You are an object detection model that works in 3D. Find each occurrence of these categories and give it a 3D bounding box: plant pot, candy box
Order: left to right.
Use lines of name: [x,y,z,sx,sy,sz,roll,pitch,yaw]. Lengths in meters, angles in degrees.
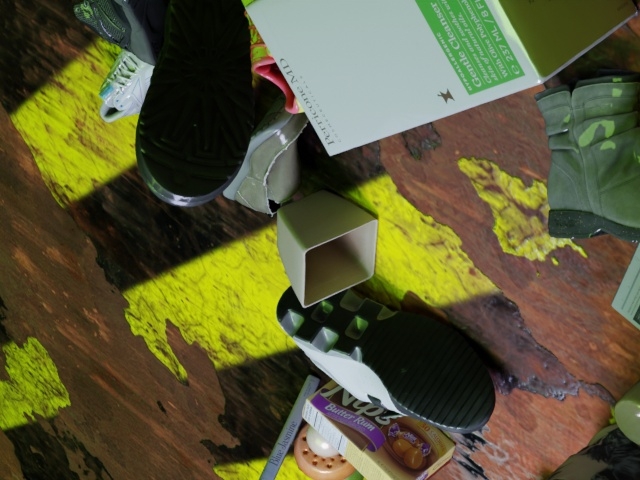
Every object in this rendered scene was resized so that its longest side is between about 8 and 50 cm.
plant pot: [0.000,0.000,1.929,0.096,0.109,0.109,50,152,35]
candy box: [0.078,0.259,2.060,0.186,0.109,0.053,43,147,22]

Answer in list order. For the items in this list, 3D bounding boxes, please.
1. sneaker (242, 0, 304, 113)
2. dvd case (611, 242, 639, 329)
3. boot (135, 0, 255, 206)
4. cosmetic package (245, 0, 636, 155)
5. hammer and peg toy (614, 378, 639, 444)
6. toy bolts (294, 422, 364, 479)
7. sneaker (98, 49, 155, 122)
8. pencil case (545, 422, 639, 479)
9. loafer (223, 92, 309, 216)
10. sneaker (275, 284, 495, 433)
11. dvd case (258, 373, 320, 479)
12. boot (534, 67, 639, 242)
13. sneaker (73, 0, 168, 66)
sneaker: [-0.052,-0.239,1.767,0.208,0.094,0.081,55,151,3]
dvd case: [0.408,0.082,1.498,0.238,0.029,0.179,42,148,23]
boot: [-0.162,-0.129,1.863,0.131,0.348,0.260,14,143,-8]
cosmetic package: [0.107,-0.228,1.494,0.365,0.155,0.197,-18,106,57]
hammer and peg toy: [0.471,0.204,1.391,0.361,0.127,0.266,5,130,47]
toy bolts: [0.025,0.379,2.164,0.228,0.218,0.158,34,158,20]
sneaker: [-0.266,-0.223,2.099,0.071,0.083,0.191,47,148,16]
pencil case: [0.260,0.352,1.626,0.160,0.410,0.184,25,126,31]
loafer: [-0.052,-0.105,1.922,0.087,0.094,0.251,34,156,-1]
sneaker: [0.099,0.164,1.954,0.330,0.122,0.146,30,160,35]
dvd case: [-0.072,0.337,2.222,0.022,0.253,0.180,25,145,2]
boot: [0.297,-0.083,1.426,0.246,0.083,0.161,2,102,50]
sneaker: [-0.265,-0.323,1.931,0.130,0.087,0.227,23,155,19]
